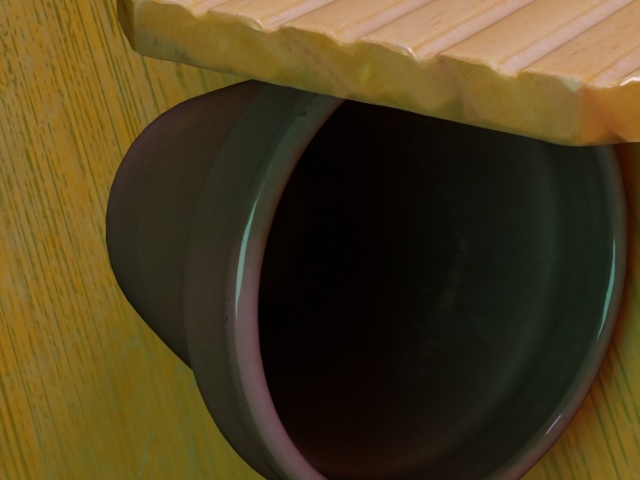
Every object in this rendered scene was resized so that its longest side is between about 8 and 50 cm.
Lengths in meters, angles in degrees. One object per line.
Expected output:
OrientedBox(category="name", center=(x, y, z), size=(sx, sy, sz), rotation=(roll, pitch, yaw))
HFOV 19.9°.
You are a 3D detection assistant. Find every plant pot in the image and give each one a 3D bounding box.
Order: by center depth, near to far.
OrientedBox(category="plant pot", center=(0.000, 0.000, 1.006), size=(0.229, 0.263, 0.263), rotation=(17, 103, 52))

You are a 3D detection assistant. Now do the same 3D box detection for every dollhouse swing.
OrientedBox(category="dollhouse swing", center=(0.105, -0.224, 0.845), size=(0.346, 0.305, 0.315), rotation=(15, 103, 29))
